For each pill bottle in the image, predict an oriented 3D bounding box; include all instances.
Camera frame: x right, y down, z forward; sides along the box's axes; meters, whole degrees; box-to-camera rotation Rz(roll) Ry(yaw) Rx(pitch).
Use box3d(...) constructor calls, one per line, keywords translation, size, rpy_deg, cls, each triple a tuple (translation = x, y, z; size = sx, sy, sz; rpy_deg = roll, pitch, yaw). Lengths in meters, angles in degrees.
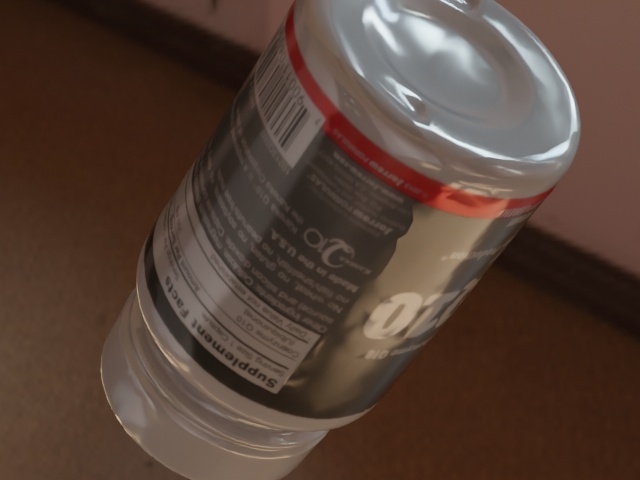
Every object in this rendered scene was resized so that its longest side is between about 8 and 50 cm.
box3d(translation=(0.000, 0.000, 1.007), size=(0.161, 0.283, 0.161), rpy_deg=(21, 40, -18), cls="pill bottle")
